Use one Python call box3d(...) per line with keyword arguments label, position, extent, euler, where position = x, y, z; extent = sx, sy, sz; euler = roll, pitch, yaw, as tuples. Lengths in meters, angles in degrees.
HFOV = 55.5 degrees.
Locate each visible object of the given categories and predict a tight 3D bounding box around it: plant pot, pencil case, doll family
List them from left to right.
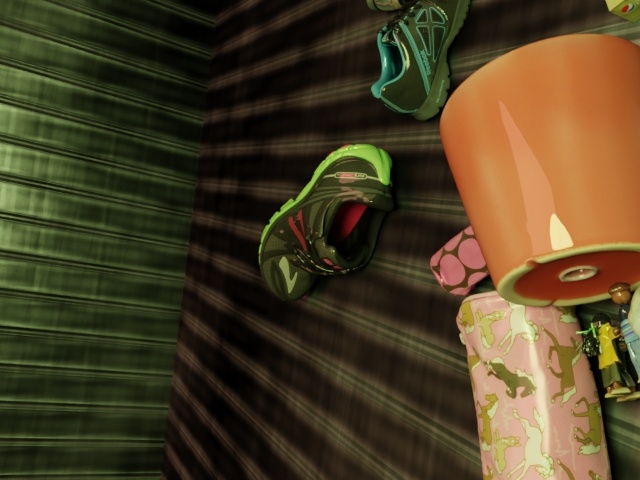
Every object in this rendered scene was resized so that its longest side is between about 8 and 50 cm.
box3d(label="pencil case", position=(0.268, 0.013, 0.971), extent=(0.209, 0.095, 0.098), euler=(-48, 60, 49))
box3d(label="pencil case", position=(0.285, 0.260, 0.814), extent=(0.167, 0.159, 0.387), euler=(105, 162, -71))
box3d(label="plant pot", position=(0.292, -0.064, 0.740), extent=(0.275, 0.274, 0.243), euler=(-38, 47, 51))
box3d(label="doll family", position=(0.361, 0.121, 0.721), extent=(0.193, 0.075, 0.112), euler=(97, 171, -65))

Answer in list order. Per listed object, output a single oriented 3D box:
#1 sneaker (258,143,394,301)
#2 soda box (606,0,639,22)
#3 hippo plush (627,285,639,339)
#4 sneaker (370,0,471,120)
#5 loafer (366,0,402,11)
box3d(label="sneaker", position=(0.000, 0.000, 1.349), extent=(0.483, 0.185, 0.202), euler=(-55, 36, 42))
box3d(label="soda box", position=(0.413, -0.395, 0.832), extent=(0.061, 0.058, 0.182), euler=(-37, 53, 52))
box3d(label="hippo plush", position=(0.459, 0.131, 0.544), extent=(0.294, 0.234, 0.237), euler=(-160, 47, -75))
box3d(label="sneaker", position=(0.188, -0.408, 1.149), extent=(0.125, 0.139, 0.341), euler=(8, 90, 62))
box3d(label="loafer", position=(0.169, -0.630, 1.305), extent=(0.084, 0.096, 0.268), euler=(24, 113, 39))
